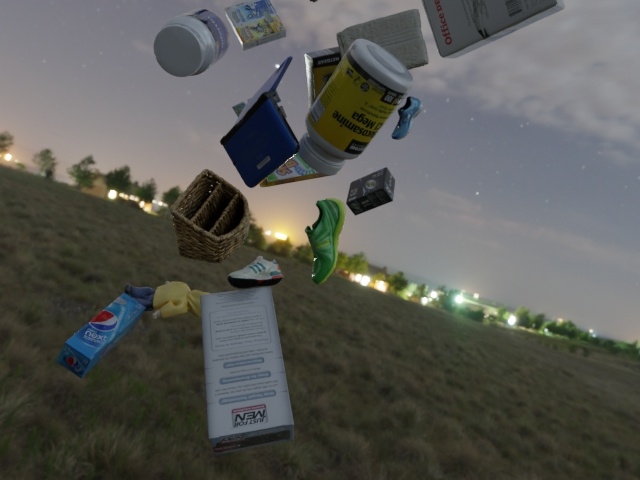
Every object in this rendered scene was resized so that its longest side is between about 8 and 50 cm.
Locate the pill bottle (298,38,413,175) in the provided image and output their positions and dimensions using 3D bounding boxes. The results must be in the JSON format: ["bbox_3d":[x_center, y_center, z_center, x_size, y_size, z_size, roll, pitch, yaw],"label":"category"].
[{"bbox_3d":[0.078,-0.340,1.349,0.188,0.334,0.188,25,36,-19],"label":"pill bottle"}]

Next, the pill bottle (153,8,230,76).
[{"bbox_3d":[-0.347,-0.535,1.376,0.153,0.153,0.265,17,30,-5],"label":"pill bottle"}]

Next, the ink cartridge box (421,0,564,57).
[{"bbox_3d":[0.566,-0.829,1.705,0.395,0.285,0.166,-15,6,36],"label":"ink cartridge box"}]

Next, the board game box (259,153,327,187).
[{"bbox_3d":[-0.098,-0.255,1.744,0.259,0.124,0.039,-14,-32,-15],"label":"board game box"}]

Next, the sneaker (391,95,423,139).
[{"bbox_3d":[0.287,-0.430,1.771,0.073,0.162,0.063,23,9,-34],"label":"sneaker"}]

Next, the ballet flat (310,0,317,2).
[{"bbox_3d":[-0.046,-0.880,1.666,0.068,0.072,0.213,-19,-28,18],"label":"ballet flat"}]

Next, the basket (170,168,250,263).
[{"bbox_3d":[-0.383,-0.091,1.867,0.213,0.223,0.299,11,39,12],"label":"basket"}]

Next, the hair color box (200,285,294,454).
[{"bbox_3d":[-0.185,0.302,1.236,0.185,0.374,0.114,-7,-40,-10],"label":"hair color box"}]

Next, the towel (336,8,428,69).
[{"bbox_3d":[0.203,-0.634,1.671,0.282,0.187,0.049,-12,2,7],"label":"towel"}]

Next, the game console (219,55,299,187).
[{"bbox_3d":[-0.146,-0.329,1.446,0.173,0.250,0.293,-32,3,-37],"label":"game console"}]

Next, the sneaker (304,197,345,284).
[{"bbox_3d":[0.000,0.000,1.712,0.123,0.296,0.109,9,4,-17],"label":"sneaker"}]

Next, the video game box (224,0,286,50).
[{"bbox_3d":[-0.262,-0.878,2.039,0.187,0.205,0.048,-24,-19,-8],"label":"video game box"}]

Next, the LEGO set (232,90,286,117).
[{"bbox_3d":[-0.222,-0.477,2.014,0.182,0.060,0.244,-24,-27,1],"label":"LEGO set"}]

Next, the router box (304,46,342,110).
[{"bbox_3d":[0.100,-0.622,1.961,0.308,0.243,0.081,-19,39,-17],"label":"router box"}]

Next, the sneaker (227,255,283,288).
[{"bbox_3d":[-0.177,0.080,1.339,0.161,0.075,0.057,0,-31,-36],"label":"sneaker"}]

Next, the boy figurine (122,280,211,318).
[{"bbox_3d":[-0.482,0.189,1.626,0.285,0.092,0.177,3,30,-11],"label":"boy figurine"}]

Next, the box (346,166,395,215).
[{"bbox_3d":[0.207,-0.202,2.085,0.180,0.147,0.077,-20,-55,30],"label":"box"}]

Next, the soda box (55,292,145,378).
[{"bbox_3d":[-0.489,0.208,1.145,0.067,0.071,0.210,35,28,-3],"label":"soda box"}]
